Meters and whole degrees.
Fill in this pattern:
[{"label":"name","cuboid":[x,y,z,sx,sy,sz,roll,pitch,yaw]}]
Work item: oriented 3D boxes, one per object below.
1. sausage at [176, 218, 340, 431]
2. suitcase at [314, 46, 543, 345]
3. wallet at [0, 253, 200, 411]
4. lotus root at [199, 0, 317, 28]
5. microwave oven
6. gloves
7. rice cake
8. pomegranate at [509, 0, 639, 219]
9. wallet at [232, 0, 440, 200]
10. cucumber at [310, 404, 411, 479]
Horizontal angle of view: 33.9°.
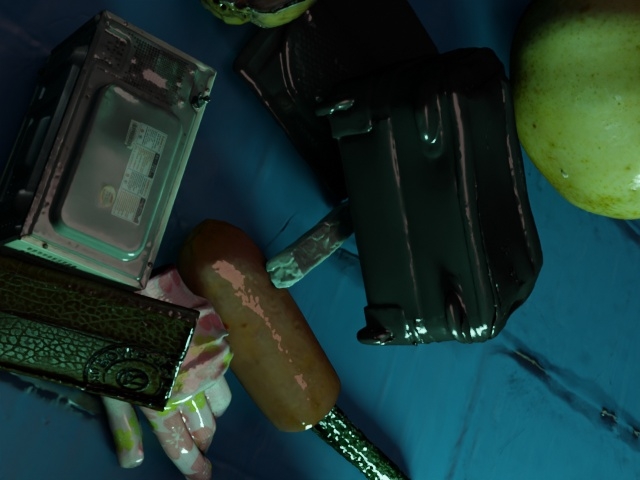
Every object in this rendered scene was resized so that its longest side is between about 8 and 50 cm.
[{"label":"sausage","cuboid":[-0.076,0.093,1.204,0.113,0.113,0.259,-43,110,-34]},{"label":"suitcase","cuboid":[0.156,-0.060,1.326,0.339,0.188,0.345,-32,112,-62]},{"label":"wallet","cuboid":[-0.248,0.087,0.996,0.243,0.133,0.039,17,30,-11]},{"label":"lotus root","cuboid":[-0.023,-0.352,1.298,0.329,0.167,0.078,-46,153,-33]},{"label":"microwave oven","cuboid":[-0.227,-0.079,1.041,0.145,0.194,0.240,25,70,-25]},{"label":"gloves","cuboid":[-0.158,0.155,1.122,0.145,0.126,0.241,-31,102,-40]},{"label":"rice cake","cuboid":[0.000,0.000,1.260,0.042,0.045,0.245,59,28,-5]},{"label":"pomegranate","cuboid":[0.474,-0.230,1.527,0.417,0.417,0.416,5,82,-40]},{"label":"wallet","cuboid":[0.032,-0.241,1.377,0.247,0.041,0.323,52,51,-25]},{"label":"cucumber","cuboid":[0.056,0.275,1.340,0.256,0.043,0.044,47,63,-27]}]
